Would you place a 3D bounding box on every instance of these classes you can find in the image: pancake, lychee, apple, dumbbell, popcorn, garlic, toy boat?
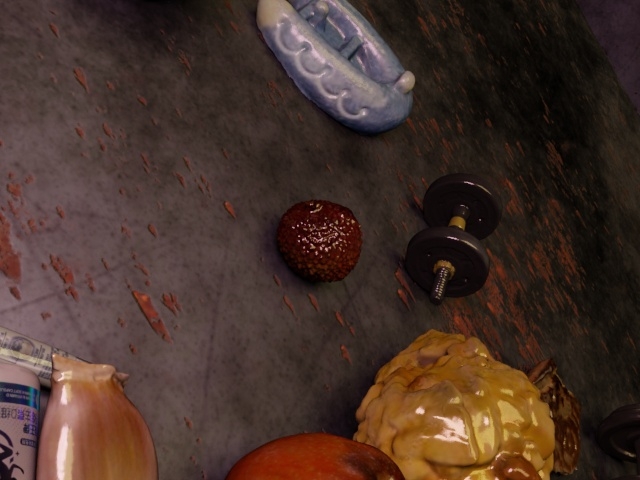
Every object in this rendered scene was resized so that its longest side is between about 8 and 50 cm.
[{"bbox_3d":[0.403,0.315,1.301,0.257,0.056,0.212,23,60,-45],"label":"pancake"},{"bbox_3d":[0.002,0.002,1.020,0.123,0.123,0.129,-40,107,-49],"label":"lychee"},{"bbox_3d":[0.004,0.318,0.770,0.230,0.230,0.230,24,53,-35],"label":"apple"},{"bbox_3d":[0.233,-0.011,1.240,0.143,0.143,0.325,44,44,-19],"label":"dumbbell"},{"bbox_3d":[0.174,0.245,0.954,0.332,0.265,0.225,-89,176,-60],"label":"popcorn"},{"bbox_3d":[0.622,0.434,1.350,0.192,0.192,0.290,40,45,-23],"label":"dumbbell"},{"bbox_3d":[-0.208,0.253,0.640,0.148,0.128,0.266,24,43,-46],"label":"garlic"},{"bbox_3d":[0.046,-0.333,1.249,0.330,0.123,0.215,48,41,-12],"label":"toy boat"}]

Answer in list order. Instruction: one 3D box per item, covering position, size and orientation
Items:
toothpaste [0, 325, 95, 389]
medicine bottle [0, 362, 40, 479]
[{"bbox_3d":[-0.330,0.097,0.686,0.239,0.039,0.062,29,46,-30],"label":"toothpaste"},{"bbox_3d":[-0.298,0.207,0.604,0.107,0.107,0.191,15,58,-40],"label":"medicine bottle"}]
